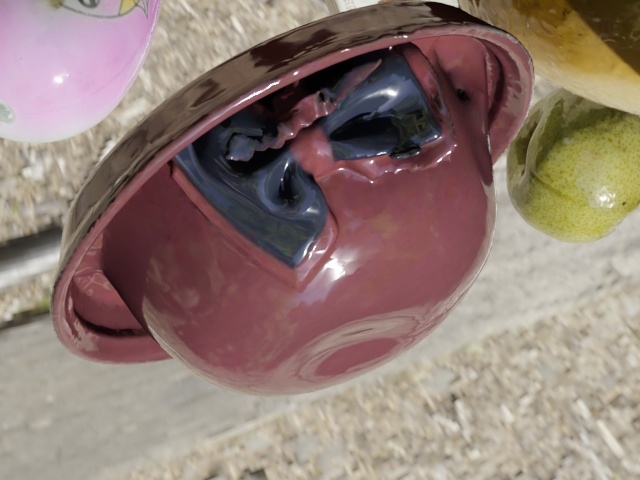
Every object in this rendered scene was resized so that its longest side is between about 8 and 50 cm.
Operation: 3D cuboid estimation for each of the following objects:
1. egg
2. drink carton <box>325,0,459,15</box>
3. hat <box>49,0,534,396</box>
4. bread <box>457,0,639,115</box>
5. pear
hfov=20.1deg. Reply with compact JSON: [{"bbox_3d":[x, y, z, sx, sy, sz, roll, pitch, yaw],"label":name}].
[{"bbox_3d":[-0.238,-0.209,1.573,0.196,0.271,0.196,0,140,0],"label":"egg"},{"bbox_3d":[0.091,-0.279,1.738,0.194,0.132,0.324,-23,145,0],"label":"drink carton"},{"bbox_3d":[0.000,0.000,0.638,0.205,0.089,0.205,-26,162,-9],"label":"hat"},{"bbox_3d":[0.233,-0.249,0.975,0.253,0.348,0.376,-2,110,-50],"label":"bread"},{"bbox_3d":[0.264,-0.077,1.822,0.136,0.167,0.167,25,107,-10],"label":"pear"}]
